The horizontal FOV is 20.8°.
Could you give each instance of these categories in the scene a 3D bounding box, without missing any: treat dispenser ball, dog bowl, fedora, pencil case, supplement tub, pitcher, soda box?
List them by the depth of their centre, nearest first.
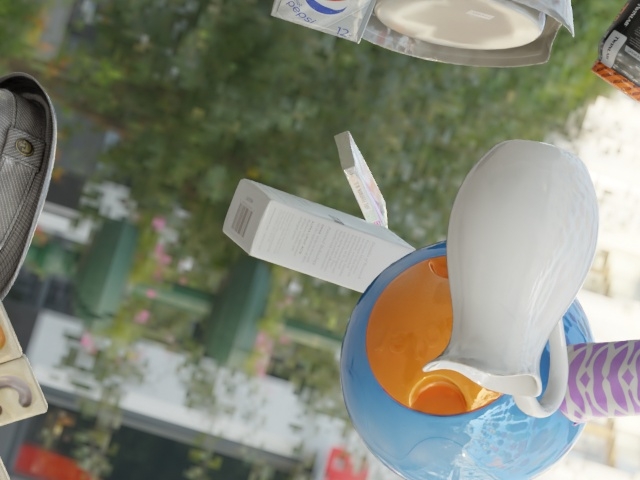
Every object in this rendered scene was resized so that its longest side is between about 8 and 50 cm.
[{"bbox_3d":[0.174,0.036,1.471,0.178,0.125,0.207,35,65,-51],"label":"pitcher"},{"bbox_3d":[-0.357,-0.054,1.600,0.243,0.124,0.275,-17,-128,45],"label":"fedora"},{"bbox_3d":[0.327,0.141,1.731,0.206,0.088,0.086,-4,-149,46],"label":"pencil case"},{"bbox_3d":[0.026,-0.342,1.789,0.091,0.098,0.286,115,-10,-50],"label":"soda box"},{"bbox_3d":[0.165,0.142,1.941,0.288,0.288,0.288,-163,-90,-84],"label":"treat dispenser ball"},{"bbox_3d":[0.482,-0.300,2.519,0.190,0.117,0.117,-55,-171,8],"label":"supplement tub"},{"bbox_3d":[0.205,-0.354,2.543,0.349,0.348,0.102,135,-37,-77],"label":"dog bowl"}]

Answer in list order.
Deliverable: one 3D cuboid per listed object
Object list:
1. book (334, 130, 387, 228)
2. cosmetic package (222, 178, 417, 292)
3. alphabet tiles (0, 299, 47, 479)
[{"bbox_3d":[0.062,-0.079,2.578,0.096,0.035,0.144,-100,168,-54],"label":"book"},{"bbox_3d":[0.000,0.000,2.292,0.117,0.231,0.085,38,-71,62],"label":"cosmetic package"},{"bbox_3d":[-0.423,0.123,1.477,0.011,0.342,0.285,-100,172,-67],"label":"alphabet tiles"}]
